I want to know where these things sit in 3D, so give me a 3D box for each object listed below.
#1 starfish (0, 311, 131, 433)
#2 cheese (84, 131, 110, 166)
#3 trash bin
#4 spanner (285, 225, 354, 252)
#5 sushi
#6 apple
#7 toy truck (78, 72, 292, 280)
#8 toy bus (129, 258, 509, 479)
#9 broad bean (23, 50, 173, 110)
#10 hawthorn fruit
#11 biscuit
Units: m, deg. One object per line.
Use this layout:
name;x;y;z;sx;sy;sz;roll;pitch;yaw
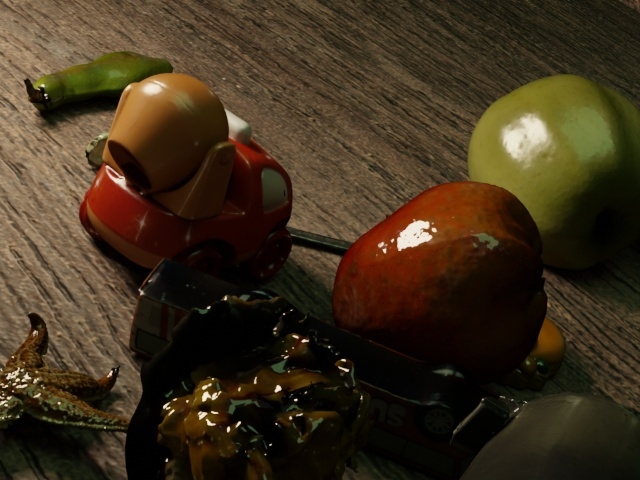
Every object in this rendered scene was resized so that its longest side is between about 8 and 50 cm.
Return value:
starfish;-0.268;0.139;1.177;0.213;0.057;0.238;22;25;22
cheese;-0.181;-0.108;1.703;0.127;0.050;0.235;32;28;29
trash bin;0.181;0.273;1.062;0.252;0.203;0.301;42;29;5
spanner;0.000;0.000;1.656;0.254;0.015;0.054;14;28;-11
sushi;-0.057;0.171;1.099;0.213;0.200;0.204;-12;47;-37
apple;0.347;-0.098;1.835;0.279;0.279;0.279;15;27;-8
toy truck;-0.137;-0.079;1.466;0.189;0.239;0.265;35;30;27
toy bus;0.007;0.134;1.325;0.408;0.092;0.093;22;29;5
broad bean;-0.315;-0.219;1.817;0.075;0.067;0.325;-1;16;34
hawthorn fruit;0.117;0.058;1.419;0.260;0.224;0.224;-11;24;13
biscuit;0.217;0.110;1.554;0.170;0.050;0.170;14;27;-8
